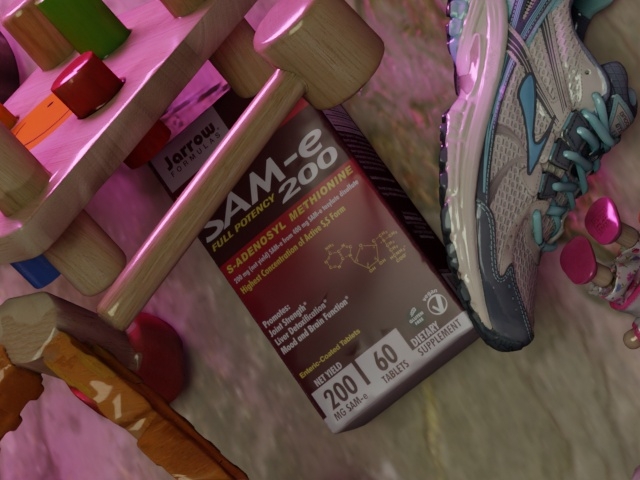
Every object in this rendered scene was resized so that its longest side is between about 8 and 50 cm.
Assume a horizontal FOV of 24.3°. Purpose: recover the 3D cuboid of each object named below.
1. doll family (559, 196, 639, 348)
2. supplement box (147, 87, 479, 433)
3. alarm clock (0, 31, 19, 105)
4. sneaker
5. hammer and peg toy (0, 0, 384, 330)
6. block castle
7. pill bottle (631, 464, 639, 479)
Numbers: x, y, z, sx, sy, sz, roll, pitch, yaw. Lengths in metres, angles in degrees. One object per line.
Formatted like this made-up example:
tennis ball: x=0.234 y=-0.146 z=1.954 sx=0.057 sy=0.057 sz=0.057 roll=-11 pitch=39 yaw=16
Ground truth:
doll family: x=0.279 y=-0.024 z=0.901 sx=0.263 sy=0.163 sz=0.118 roll=-60 pitch=33 yaw=11
supplement box: x=0.000 y=0.000 z=1.048 sx=0.130 sy=0.073 sz=0.239 roll=-40 pitch=76 yaw=16
alarm clock: x=-0.300 y=-0.140 z=1.168 sx=0.129 sy=0.064 sz=0.192 roll=0 pitch=92 yaw=21
sneaker: x=0.141 y=-0.069 z=0.954 sx=0.122 sy=0.110 sz=0.283 roll=-1 pitch=74 yaw=13
hammer and peg toy: x=-0.147 y=-0.076 z=0.945 sx=0.361 sy=0.266 sz=0.127 roll=-8 pitch=129 yaw=52
block castle: x=-0.189 y=0.290 z=1.034 sx=0.303 sy=0.213 sz=0.453 roll=36 pitch=90 yaw=29
pill bottle: x=0.389 y=0.179 z=0.814 sx=0.407 sy=0.229 sz=0.229 roll=-12 pitch=85 yaw=21
